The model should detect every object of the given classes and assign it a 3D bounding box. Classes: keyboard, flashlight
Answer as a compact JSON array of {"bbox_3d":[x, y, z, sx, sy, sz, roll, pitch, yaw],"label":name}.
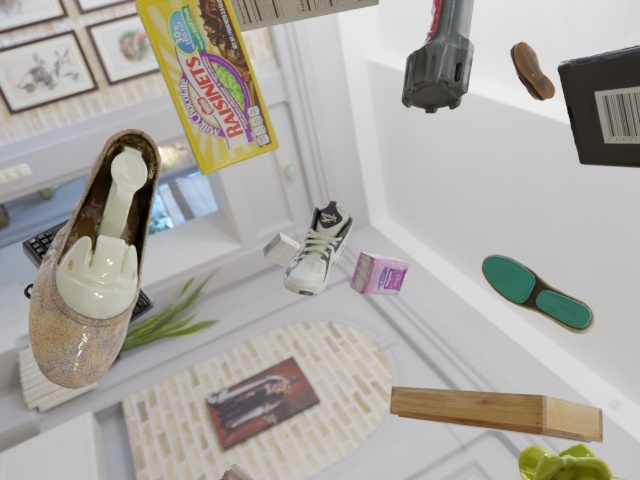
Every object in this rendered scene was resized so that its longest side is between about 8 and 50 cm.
[{"bbox_3d":[-0.299,0.050,0.643,0.180,0.108,0.023,40,-29,21],"label":"keyboard"},{"bbox_3d":[0.170,-0.329,0.749,0.103,0.103,0.305,92,11,-73],"label":"flashlight"}]

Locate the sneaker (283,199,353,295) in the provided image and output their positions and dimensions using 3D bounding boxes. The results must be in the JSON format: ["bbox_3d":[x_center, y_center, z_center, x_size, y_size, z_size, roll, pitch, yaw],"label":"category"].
[{"bbox_3d":[0.000,0.000,1.055,0.093,0.235,0.153,21,-60,19],"label":"sneaker"}]

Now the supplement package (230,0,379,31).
[{"bbox_3d":[-0.044,-0.496,0.864,0.199,0.262,0.198,-83,162,-45],"label":"supplement package"}]

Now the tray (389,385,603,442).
[{"bbox_3d":[0.367,0.380,1.160,0.410,0.202,0.076,-19,-122,53],"label":"tray"}]

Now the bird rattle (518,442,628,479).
[{"bbox_3d":[0.237,0.338,0.528,0.206,0.254,0.143,34,3,39],"label":"bird rattle"}]

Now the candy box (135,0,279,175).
[{"bbox_3d":[-0.131,-0.191,0.626,0.027,0.105,0.206,-145,-146,-69],"label":"candy box"}]

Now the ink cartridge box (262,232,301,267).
[{"bbox_3d":[-0.074,0.032,1.239,0.115,0.063,0.029,31,25,-37],"label":"ink cartridge box"}]

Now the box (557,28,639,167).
[{"bbox_3d":[0.687,-0.290,0.903,0.293,0.395,0.212,-148,-144,-71],"label":"box"}]

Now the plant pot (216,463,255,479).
[{"bbox_3d":[-0.164,0.571,1.091,0.165,0.167,0.167,40,-23,14],"label":"plant pot"}]

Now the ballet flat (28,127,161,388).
[{"bbox_3d":[-0.241,-0.002,0.583,0.106,0.107,0.316,-39,-136,44],"label":"ballet flat"}]

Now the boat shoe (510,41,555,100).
[{"bbox_3d":[0.630,-0.507,1.592,0.207,0.073,0.073,49,-7,-22],"label":"boat shoe"}]

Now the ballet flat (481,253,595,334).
[{"bbox_3d":[0.452,0.114,1.101,0.248,0.086,0.086,38,-29,30],"label":"ballet flat"}]

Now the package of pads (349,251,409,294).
[{"bbox_3d":[0.076,0.045,0.679,0.031,0.083,0.050,26,-80,40],"label":"package of pads"}]
